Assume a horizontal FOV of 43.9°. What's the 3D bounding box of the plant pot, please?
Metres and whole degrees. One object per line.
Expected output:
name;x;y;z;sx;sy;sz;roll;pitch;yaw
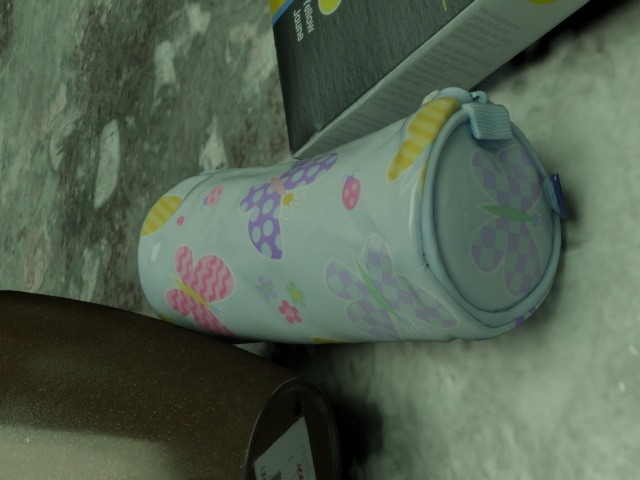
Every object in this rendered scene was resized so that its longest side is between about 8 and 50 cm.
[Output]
plant pot;-0.113;0.135;0.481;0.230;0.215;0.215;-3;76;28

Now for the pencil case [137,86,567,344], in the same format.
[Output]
pencil case;0.000;0.000;0.471;0.273;0.113;0.124;-11;100;48

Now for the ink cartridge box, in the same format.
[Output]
ink cartridge box;0.069;-0.242;0.481;0.307;0.072;0.304;-36;54;47
